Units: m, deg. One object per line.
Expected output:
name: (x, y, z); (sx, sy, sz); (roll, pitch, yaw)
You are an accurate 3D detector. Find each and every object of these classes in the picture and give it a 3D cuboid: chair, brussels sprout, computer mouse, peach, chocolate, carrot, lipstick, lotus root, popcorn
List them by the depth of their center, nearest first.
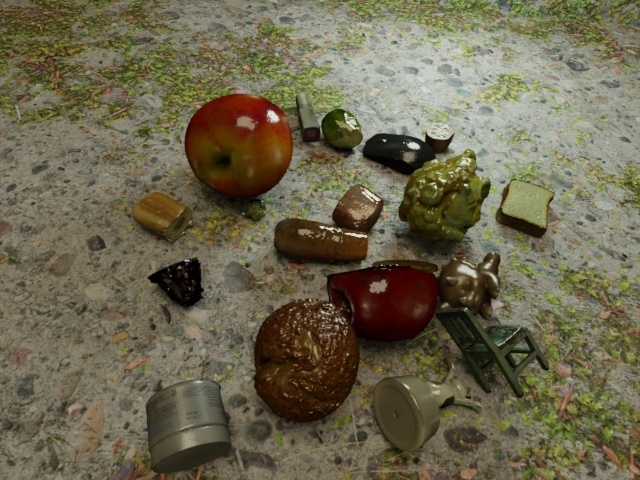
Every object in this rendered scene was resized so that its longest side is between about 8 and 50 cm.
chair: (0.464, 0.267, 1.144); (0.147, 0.136, 0.270); (-32, 89, -24)
peach: (0.194, 0.184, 1.203); (0.362, 0.258, 0.201); (5, 76, -33)
chocolate: (-0.412, 0.136, 1.255); (0.156, 0.156, 0.133); (-22, 86, -20)
carrot: (0.000, 0.000, 1.375); (0.302, 0.138, 0.138); (3, 53, -3)
popcorn: (0.424, -0.140, 1.426); (0.336, 0.278, 0.274); (-27, 14, -34)
peach: (-0.271, -0.334, 1.469); (0.389, 0.388, 0.388); (2, 53, -3)
brussels sprout: (-0.230, -0.115, 1.490); (0.085, 0.058, 0.085); (12, 39, -10)
computer mouse: (0.319, -0.368, 1.707); (0.296, 0.087, 0.168); (22, 57, 15)
brussels sprout: (0.087, -0.454, 1.724); (0.162, 0.143, 0.180); (15, 30, -38)
lotus root: (0.494, -0.433, 1.776); (0.112, 0.081, 0.122); (33, 58, 21)
lipstick: (-0.057, -0.533, 1.805); (0.078, 0.079, 0.252); (-5, 54, -9)

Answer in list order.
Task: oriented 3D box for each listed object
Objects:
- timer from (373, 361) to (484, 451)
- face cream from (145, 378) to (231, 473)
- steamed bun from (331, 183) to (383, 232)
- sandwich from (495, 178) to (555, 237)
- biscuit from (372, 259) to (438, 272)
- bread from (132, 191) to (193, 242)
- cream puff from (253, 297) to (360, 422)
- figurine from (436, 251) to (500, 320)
timer: (0.292, 0.412, 1.099); (0.266, 0.175, 0.175); (-6, 51, -33)
face cream: (-0.310, 0.432, 0.989); (0.178, 0.177, 0.152); (-13, 55, -14)
steamed bun: (0.135, -0.100, 1.481); (0.145, 0.106, 0.175); (36, 68, 20)
sandwich: (0.765, -0.126, 1.577); (0.186, 0.065, 0.214); (21, 55, 12)
biscuit: (0.279, 0.082, 1.351); (0.206, 0.025, 0.126); (3, 7, 27)
bread: (-0.528, -0.081, 1.418); (0.173, 0.085, 0.134); (28, 59, 14)
cream puff: (-0.049, 0.292, 1.051); (0.303, 0.212, 0.302); (-9, 72, 29)
figurine: (0.432, 0.129, 1.263); (0.173, 0.177, 0.247); (15, 40, 16)
